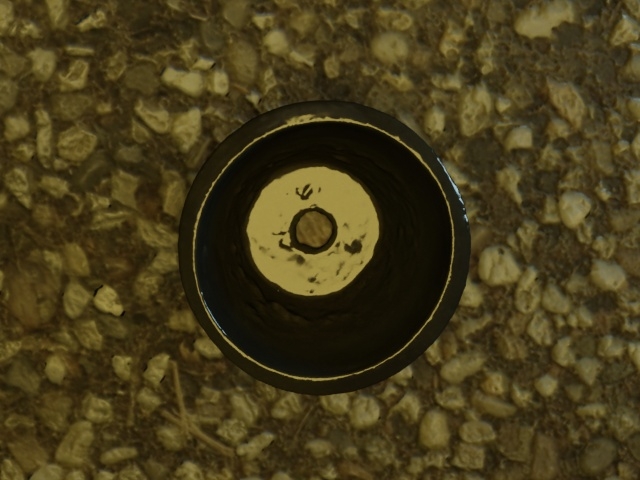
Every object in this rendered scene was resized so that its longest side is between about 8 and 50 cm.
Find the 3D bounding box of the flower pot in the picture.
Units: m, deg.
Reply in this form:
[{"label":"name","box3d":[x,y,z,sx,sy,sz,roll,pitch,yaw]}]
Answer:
[{"label":"flower pot","box3d":[0.000,0.000,1.100,0.268,0.166,0.269,0,96,-3]}]
